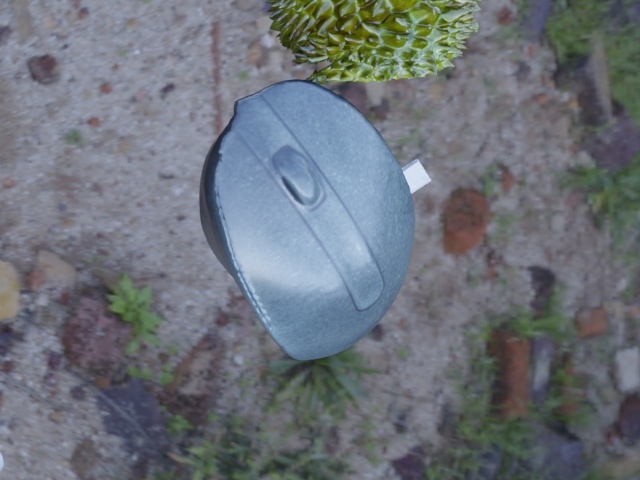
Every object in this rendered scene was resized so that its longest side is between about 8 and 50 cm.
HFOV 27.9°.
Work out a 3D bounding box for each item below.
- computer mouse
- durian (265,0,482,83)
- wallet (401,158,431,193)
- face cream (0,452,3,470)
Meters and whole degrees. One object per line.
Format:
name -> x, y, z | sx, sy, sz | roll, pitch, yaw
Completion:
computer mouse -> 0.003, 0.000, 1.252 | 0.203, 0.114, 0.374 | -43, 145, -10
durian -> 0.052, -0.236, 1.250 | 0.177, 0.200, 0.237 | 65, 32, -9
wallet -> 0.101, -0.069, 1.683 | 0.083, 0.011, 0.044 | -32, 130, 5
face cream -> -0.294, 0.212, 0.863 | 0.075, 0.075, 0.229 | 61, 35, -16
